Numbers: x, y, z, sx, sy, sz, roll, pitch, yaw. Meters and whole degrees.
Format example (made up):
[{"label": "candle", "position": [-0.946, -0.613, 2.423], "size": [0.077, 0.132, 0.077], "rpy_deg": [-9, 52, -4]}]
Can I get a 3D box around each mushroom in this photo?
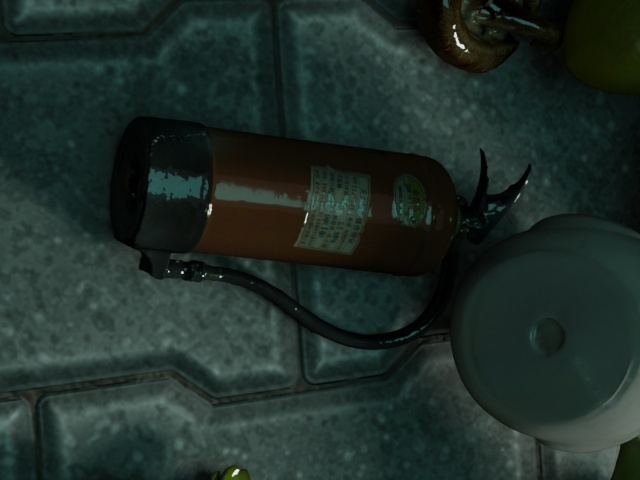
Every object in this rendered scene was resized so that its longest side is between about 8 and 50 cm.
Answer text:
[{"label": "mushroom", "position": [0.162, -0.221, 1.344], "size": [0.170, 0.080, 0.135], "rpy_deg": [28, 95, -29]}]

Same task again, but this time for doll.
[{"label": "doll", "position": [0.241, 0.083, 1.301], "size": [0.221, 0.251, 0.221], "rpy_deg": [10, 78, -54]}]

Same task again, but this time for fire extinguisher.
[{"label": "fire extinguisher", "position": [-0.002, -0.009, 1.281], "size": [0.376, 0.113, 0.200], "rpy_deg": [5, 132, -22]}]

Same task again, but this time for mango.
[{"label": "mango", "position": [0.361, -0.279, 1.371], "size": [0.195, 0.142, 0.332], "rpy_deg": [18, 72, 7]}]

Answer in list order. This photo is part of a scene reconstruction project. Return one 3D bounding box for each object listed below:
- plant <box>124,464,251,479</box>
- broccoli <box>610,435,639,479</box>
[{"label": "plant", "position": [-0.100, 0.373, 1.194], "size": [0.305, 0.297, 0.261], "rpy_deg": [21, 114, -38]}, {"label": "broccoli", "position": [0.318, 0.349, 1.346], "size": [0.302, 0.186, 0.254], "rpy_deg": [-61, 155, 4]}]
